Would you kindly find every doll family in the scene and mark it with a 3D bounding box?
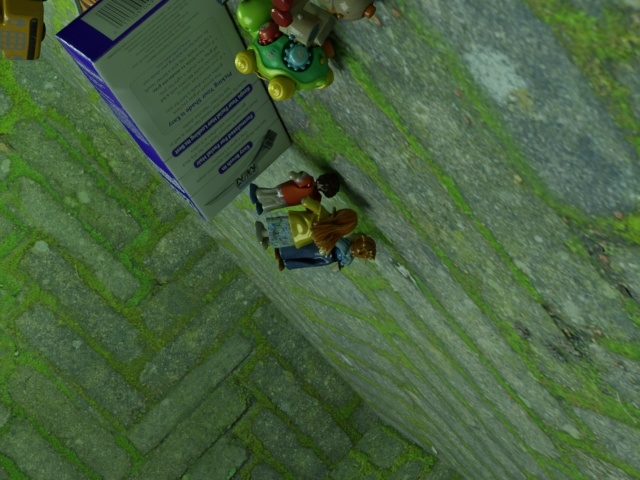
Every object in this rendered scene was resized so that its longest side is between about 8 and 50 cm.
[{"bbox_3d":[0.000,0.000,1.116,0.263,0.163,0.118,61,-156,-55],"label":"doll family"}]

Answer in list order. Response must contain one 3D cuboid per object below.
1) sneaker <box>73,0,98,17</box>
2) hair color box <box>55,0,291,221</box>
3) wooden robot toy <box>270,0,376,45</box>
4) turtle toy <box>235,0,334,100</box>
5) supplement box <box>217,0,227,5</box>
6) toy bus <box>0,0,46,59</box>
[{"bbox_3d":[-0.283,-0.321,1.058,0.180,0.124,0.321,40,167,27],"label":"sneaker"},{"bbox_3d":[-0.184,-0.200,0.982,0.110,0.185,0.339,37,165,35],"label":"hair color box"},{"bbox_3d":[0.008,-0.206,0.615,0.079,0.076,0.173,33,167,6],"label":"wooden robot toy"},{"bbox_3d":[-0.040,-0.205,0.741,0.130,0.095,0.066,41,129,15],"label":"turtle toy"},{"bbox_3d":[-0.107,-0.298,0.706,0.083,0.056,0.083,45,168,1],"label":"supplement box"},{"bbox_3d":[-0.436,-0.408,0.933,0.108,0.130,0.332,-40,57,57],"label":"toy bus"}]
